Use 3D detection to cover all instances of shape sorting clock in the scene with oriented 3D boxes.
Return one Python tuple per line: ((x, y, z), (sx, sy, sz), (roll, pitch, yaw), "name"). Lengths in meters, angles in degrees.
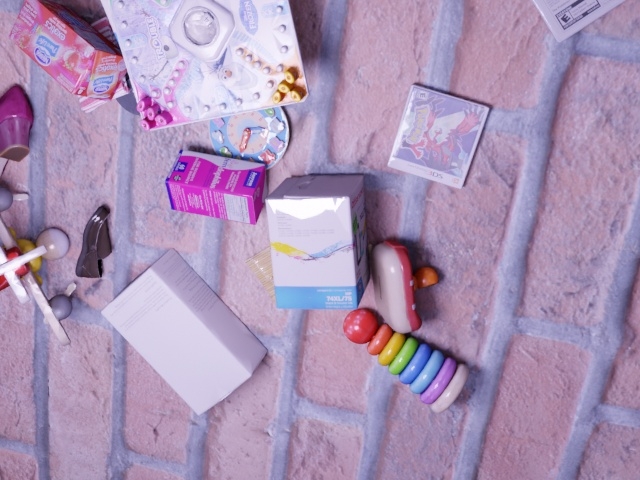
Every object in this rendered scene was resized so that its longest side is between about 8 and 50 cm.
((-0.174, -0.263, 1.842), (0.206, 0.040, 0.206), (4, 111, 11), "shape sorting clock")

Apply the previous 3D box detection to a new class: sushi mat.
((-0.027, 0.040, 1.932), (0.316, 0.019, 0.151), (-29, 100, 20), "sushi mat")

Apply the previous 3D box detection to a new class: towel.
((-0.536, -0.422, 1.838), (0.144, 0.029, 0.197), (-18, 82, 26), "towel")

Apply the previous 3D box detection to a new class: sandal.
((-0.370, -0.364, 1.851), (0.254, 0.054, 0.097), (-9, 115, 6), "sandal")

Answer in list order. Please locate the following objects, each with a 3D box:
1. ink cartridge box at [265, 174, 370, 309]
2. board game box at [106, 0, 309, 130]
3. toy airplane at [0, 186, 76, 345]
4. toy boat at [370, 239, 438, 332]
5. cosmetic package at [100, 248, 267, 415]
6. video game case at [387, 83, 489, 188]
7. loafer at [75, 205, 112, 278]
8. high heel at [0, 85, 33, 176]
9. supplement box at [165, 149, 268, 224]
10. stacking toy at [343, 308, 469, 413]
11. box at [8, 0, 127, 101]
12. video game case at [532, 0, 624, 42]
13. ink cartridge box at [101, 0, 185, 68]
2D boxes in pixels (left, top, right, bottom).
((0.000, 0.000, 1.793), (0.197, 0.198, 0.270), (0, 110, 14), "ink cartridge box")
((-0.253, -0.446, 1.606), (0.389, 0.050, 0.390), (-8, 110, 14), "board game box")
((-0.766, 0.043, 1.967), (0.384, 0.272, 0.386), (36, 139, 27), "toy airplane")
((0.214, 0.107, 1.853), (0.151, 0.151, 0.231), (-12, 109, -14), "toy boat")
((-0.353, 0.241, 2.010), (0.217, 0.156, 0.385), (-37, 99, 22), "cosmetic package")
((0.268, -0.237, 1.759), (0.183, 0.023, 0.201), (18, 113, 6), "video game case")
((-0.585, 0.008, 2.025), (0.078, 0.080, 0.220), (20, 118, -5), "loafer")
((-0.878, -0.251, 2.002), (0.377, 0.127, 0.181), (-20, 68, 27), "high heel")
((-0.248, -0.129, 1.851), (0.220, 0.111, 0.114), (11, 143, 8), "supplement box")
((0.202, 0.283, 1.915), (0.330, 0.141, 0.141), (35, 114, 3), "stacking toy")
((-0.580, -0.444, 1.771), (0.257, 0.128, 0.123), (40, 108, 21), "box")
((0.551, -0.620, 1.547), (0.329, 0.036, 0.300), (-32, 100, 22), "video game case")
((-0.330, -0.510, 1.716), (0.232, 0.168, 0.171), (-14, 107, 17), "ink cartridge box")
